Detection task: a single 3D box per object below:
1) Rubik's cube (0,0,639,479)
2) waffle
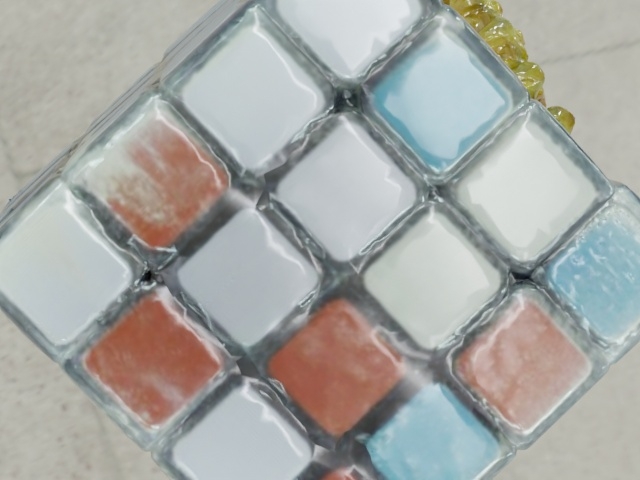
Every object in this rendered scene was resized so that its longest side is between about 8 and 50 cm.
[{"bbox_3d":[-0.001,0.000,0.923,0.256,0.259,0.253,-43,101,2],"label":"Rubik's cube"},{"bbox_3d":[0.138,-0.109,1.519,0.065,0.309,0.283,-21,108,-10],"label":"waffle"}]
